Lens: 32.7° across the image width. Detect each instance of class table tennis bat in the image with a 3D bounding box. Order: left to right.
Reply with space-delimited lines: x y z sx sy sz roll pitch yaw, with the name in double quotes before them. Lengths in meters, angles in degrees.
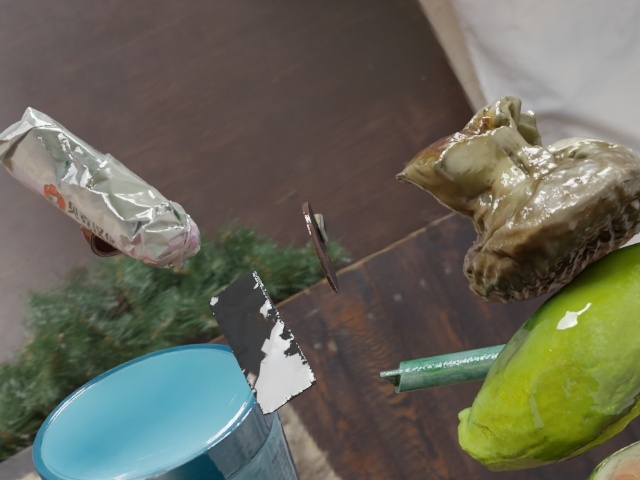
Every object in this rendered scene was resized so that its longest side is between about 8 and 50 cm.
"table tennis bat" 0.000 0.000 1.834 0.021 0.274 0.154 -20 104 4

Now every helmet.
"helmet" -0.333 -0.024 1.683 0.111 0.057 0.089 2 111 -61

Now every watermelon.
"watermelon" 0.270 0.271 1.021 0.069 0.087 0.163 25 51 -43

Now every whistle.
"whistle" 0.156 0.145 1.233 0.039 0.186 0.039 30 53 -50

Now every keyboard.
"keyboard" -0.071 0.118 1.290 0.074 0.196 0.015 -38 137 5

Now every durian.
"durian" 0.201 0.084 0.831 0.101 0.250 0.139 36 21 -1

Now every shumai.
"shumai" 0.161 -0.038 0.851 0.161 0.209 0.153 -39 74 -1

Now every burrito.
"burrito" -0.178 -0.040 0.871 0.203 0.064 0.064 32 57 22

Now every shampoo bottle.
"shampoo bottle" -0.187 0.377 1.546 0.331 0.331 0.342 -33 118 -32
